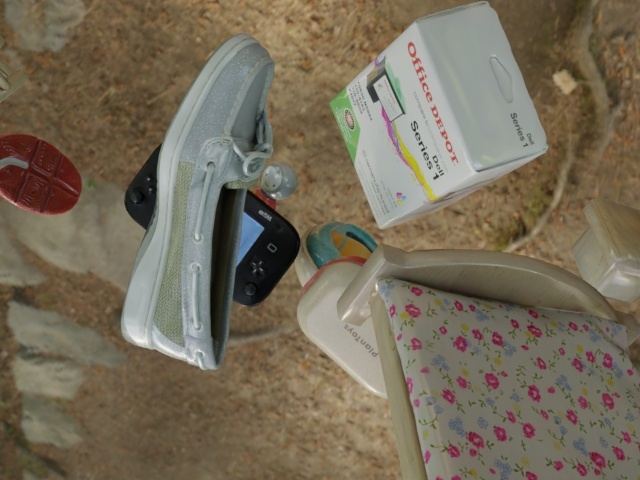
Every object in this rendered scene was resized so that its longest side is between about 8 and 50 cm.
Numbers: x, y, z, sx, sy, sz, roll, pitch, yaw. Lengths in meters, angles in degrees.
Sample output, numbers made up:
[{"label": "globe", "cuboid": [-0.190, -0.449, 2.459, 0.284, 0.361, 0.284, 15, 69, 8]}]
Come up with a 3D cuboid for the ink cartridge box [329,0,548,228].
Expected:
[{"label": "ink cartridge box", "cuboid": [0.143, -0.153, 1.269, 0.202, 0.117, 0.278, 69, 155, 5]}]

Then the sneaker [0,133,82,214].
[{"label": "sneaker", "cuboid": [-0.396, -0.097, 1.144, 0.128, 0.087, 0.221, 15, 171, 45]}]

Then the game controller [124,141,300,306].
[{"label": "game controller", "cuboid": [-0.187, -0.033, 1.677, 0.319, 0.067, 0.166, 38, 105, 12]}]

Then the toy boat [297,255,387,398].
[{"label": "toy boat", "cuboid": [0.090, 0.109, 1.369, 0.231, 0.151, 0.151, 42, 126, -1]}]

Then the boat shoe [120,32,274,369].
[{"label": "boat shoe", "cuboid": [-0.097, -0.033, 0.919, 0.103, 0.118, 0.321, 22, 104, 9]}]

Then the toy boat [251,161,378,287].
[{"label": "toy boat", "cuboid": [0.000, 0.000, 1.769, 0.318, 0.267, 0.148, 37, 109, -9]}]

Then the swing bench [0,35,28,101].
[{"label": "swing bench", "cuboid": [-0.559, -0.218, 1.224, 0.253, 0.255, 0.165, 42, 171, 1]}]

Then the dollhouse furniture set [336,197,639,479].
[{"label": "dollhouse furniture set", "cuboid": [0.137, 0.024, 0.377, 0.355, 0.303, 0.174, 15, 131, -24]}]
